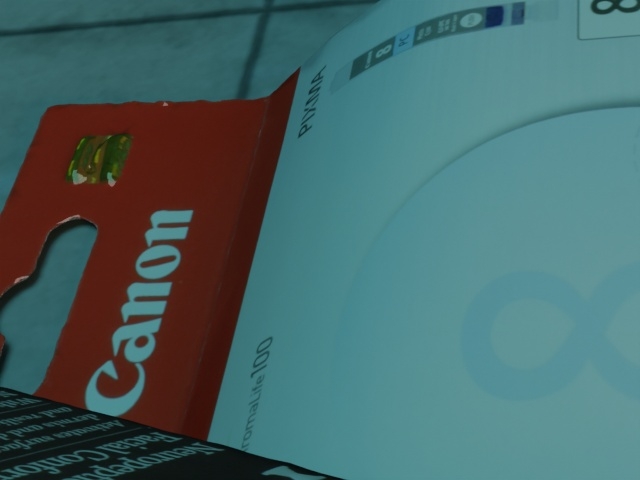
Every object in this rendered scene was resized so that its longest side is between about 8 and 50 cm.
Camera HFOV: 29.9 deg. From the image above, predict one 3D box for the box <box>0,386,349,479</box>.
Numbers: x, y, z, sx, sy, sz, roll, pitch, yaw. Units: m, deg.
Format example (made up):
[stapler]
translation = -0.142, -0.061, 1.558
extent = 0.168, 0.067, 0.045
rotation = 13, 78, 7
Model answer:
[box]
translation = -0.021, 0.142, 0.295
extent = 0.381, 0.191, 0.143
rotation = 11, 94, 23

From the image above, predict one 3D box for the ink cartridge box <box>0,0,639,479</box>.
[ink cartridge box]
translation = 0.000, 0.000, 0.523
extent = 0.385, 0.091, 0.308
rotation = -2, 47, 14
